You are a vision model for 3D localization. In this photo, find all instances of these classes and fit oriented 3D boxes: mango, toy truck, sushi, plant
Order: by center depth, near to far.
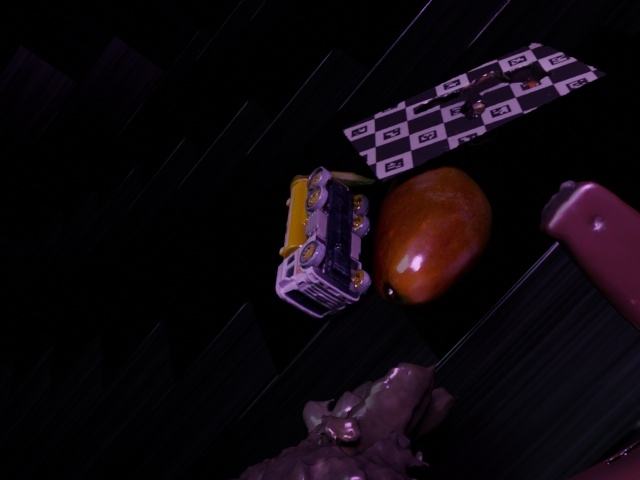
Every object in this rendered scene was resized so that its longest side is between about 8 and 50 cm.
[{"bbox_3d":[0.017,0.246,0.572,0.215,0.213,0.312,-30,40,39],"label":"plant"},{"bbox_3d":[0.125,-0.019,0.765,0.133,0.111,0.267,-39,18,30],"label":"mango"},{"bbox_3d":[0.180,-0.149,0.839,0.280,0.043,0.192,-26,29,1],"label":"sushi"},{"bbox_3d":[0.000,0.000,0.947,0.114,0.098,0.226,-37,33,34],"label":"toy truck"}]

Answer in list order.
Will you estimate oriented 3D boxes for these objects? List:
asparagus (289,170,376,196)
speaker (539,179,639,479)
[{"bbox_3d":[0.015,-0.088,1.063,0.178,0.041,0.045,-6,49,51],"label":"asparagus"},{"bbox_3d":[0.206,0.126,0.428,0.329,0.198,0.259,-48,62,5],"label":"speaker"}]
